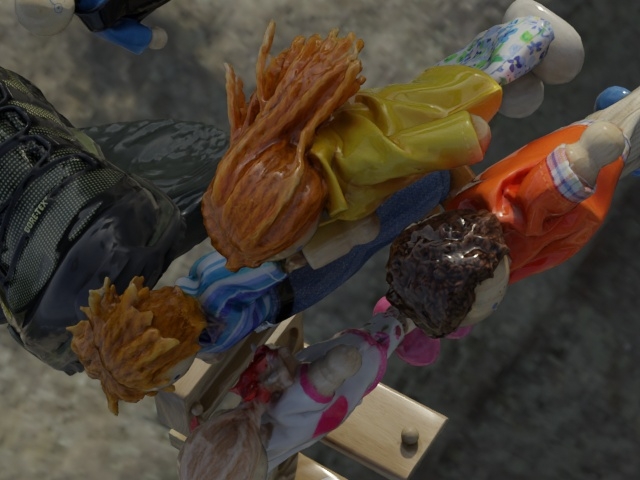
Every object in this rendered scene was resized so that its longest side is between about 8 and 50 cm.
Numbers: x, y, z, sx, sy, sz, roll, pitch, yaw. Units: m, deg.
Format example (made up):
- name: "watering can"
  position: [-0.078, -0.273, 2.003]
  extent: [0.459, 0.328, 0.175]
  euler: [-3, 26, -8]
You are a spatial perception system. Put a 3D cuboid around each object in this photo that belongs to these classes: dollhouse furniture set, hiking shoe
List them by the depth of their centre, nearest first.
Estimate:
- name: "hiking shoe"
  position: [-0.133, -0.020, 0.738]
  extent: [0.086, 0.114, 0.227]
  euler: [-54, 25, 0]
- name: "dollhouse furniture set"
  position: [-0.007, 0.101, 1.121]
  extent: [0.123, 0.151, 0.144]
  euler: [27, 60, 19]

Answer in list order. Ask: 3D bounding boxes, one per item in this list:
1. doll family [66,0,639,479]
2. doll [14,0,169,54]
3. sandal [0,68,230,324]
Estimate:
- name: "doll family"
  position: [0.000, 0.000, 0.624]
  extent: [0.118, 0.163, 0.263]
  euler: [53, 142, 7]
- name: "doll"
  position: [-0.121, -0.186, 1.164]
  extent: [0.189, 0.129, 0.046]
  euler: [-37, 19, -29]
- name: "sandal"
  position: [-0.262, -0.033, 0.969]
  extent: [0.446, 0.107, 0.167]
  euler: [-2, 35, 17]
